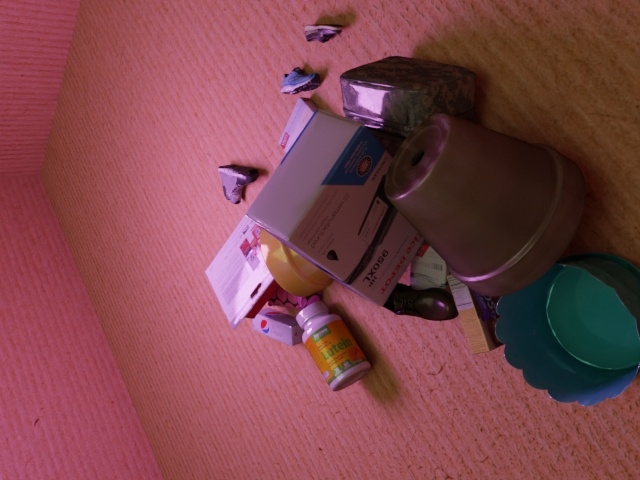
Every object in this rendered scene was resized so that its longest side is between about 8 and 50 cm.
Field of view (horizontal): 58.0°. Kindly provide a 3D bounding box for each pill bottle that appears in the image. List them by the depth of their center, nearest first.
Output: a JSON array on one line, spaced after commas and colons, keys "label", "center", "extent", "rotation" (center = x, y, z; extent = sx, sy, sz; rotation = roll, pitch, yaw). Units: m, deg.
[{"label": "pill bottle", "center": [0.030, 0.306, 1.706], "extent": [0.246, 0.136, 0.136], "rotation": [56, 133, 24]}]

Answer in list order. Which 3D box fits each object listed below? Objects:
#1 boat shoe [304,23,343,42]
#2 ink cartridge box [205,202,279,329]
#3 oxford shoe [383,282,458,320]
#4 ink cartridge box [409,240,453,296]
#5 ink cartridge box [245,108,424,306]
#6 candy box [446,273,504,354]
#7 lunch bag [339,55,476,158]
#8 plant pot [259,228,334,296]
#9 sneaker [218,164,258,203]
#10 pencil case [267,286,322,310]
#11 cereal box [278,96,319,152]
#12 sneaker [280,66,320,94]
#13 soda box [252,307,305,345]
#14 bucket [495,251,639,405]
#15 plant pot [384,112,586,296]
[{"label": "boat shoe", "center": [0.010, -0.576, 1.608], "extent": [0.152, 0.056, 0.049], "rotation": [27, 123, 52]}, {"label": "ink cartridge box", "center": [-0.199, 0.092, 1.832], "extent": [0.309, 0.130, 0.272], "rotation": [-51, 49, 22]}, {"label": "oxford shoe", "center": [0.228, 0.158, 1.394], "extent": [0.227, 0.096, 0.083], "rotation": [2, 100, 46]}, {"label": "ink cartridge box", "center": [0.283, 0.080, 1.433], "extent": [0.109, 0.063, 0.151], "rotation": [16, 111, 46]}, {"label": "ink cartridge box", "center": [0.070, -0.060, 1.321], "extent": [0.166, 0.395, 0.286], "rotation": [30, 85, 43]}, {"label": "candy box", "center": [0.367, 0.155, 1.324], "extent": [0.053, 0.109, 0.187], "rotation": [-23, 80, 47]}, {"label": "lunch bag", "center": [0.204, -0.272, 1.351], "extent": [0.305, 0.212, 0.256], "rotation": [26, 135, 44]}, {"label": "plant pot", "center": [0.000, 0.000, 1.615], "extent": [0.238, 0.254, 0.254], "rotation": [-28, 77, 30]}, {"label": "sneaker", "center": [-0.276, -0.186, 1.993], "extent": [0.228, 0.086, 0.132], "rotation": [22, 119, 54]}, {"label": "pencil case", "center": [-0.090, 0.178, 1.849], "extent": [0.209, 0.095, 0.098], "rotation": [4, 66, 49]}, {"label": "cereal box", "center": [-0.019, -0.283, 1.702], "extent": [0.240, 0.047, 0.173], "rotation": [53, 131, 27]}, {"label": "sneaker", "center": [-0.064, -0.478, 1.701], "extent": [0.162, 0.063, 0.073], "rotation": [3, 97, 47]}, {"label": "soda box", "center": [-0.138, 0.287, 1.935], "extent": [0.216, 0.073, 0.069], "rotation": [10, 106, 46]}, {"label": "bucket", "center": [0.506, 0.159, 1.116], "extent": [0.281, 0.183, 0.282], "rotation": [12, 107, 45]}, {"label": "plant pot", "center": [0.291, -0.096, 1.126], "extent": [0.323, 0.280, 0.323], "rotation": [-49, 22, 28]}]
